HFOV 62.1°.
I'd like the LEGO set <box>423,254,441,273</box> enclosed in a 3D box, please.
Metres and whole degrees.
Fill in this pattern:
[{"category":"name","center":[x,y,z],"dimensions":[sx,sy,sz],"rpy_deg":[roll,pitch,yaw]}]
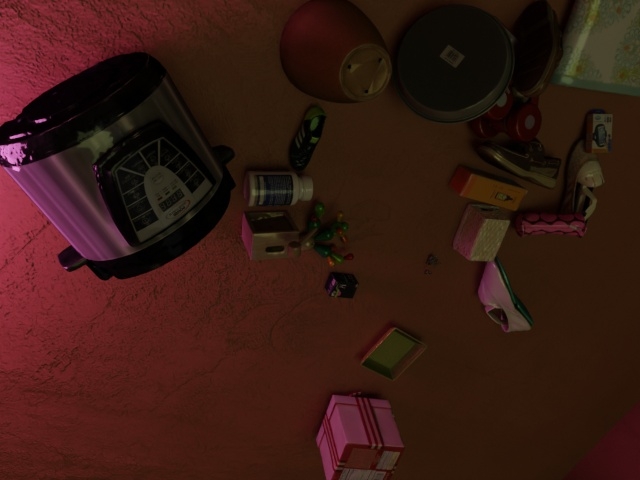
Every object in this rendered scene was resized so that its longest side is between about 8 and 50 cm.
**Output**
[{"category":"LEGO set","center":[0.363,0.075,1.747],"dimensions":[0.054,0.023,0.083],"rpy_deg":[19,125,-27]}]

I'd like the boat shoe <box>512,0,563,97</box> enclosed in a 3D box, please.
[{"category":"boat shoe","center":[0.565,-0.471,1.341],"dimensions":[0.105,0.111,0.307],"rpy_deg":[33,62,-31]}]

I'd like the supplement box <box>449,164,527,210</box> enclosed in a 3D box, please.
[{"category":"supplement box","center":[0.514,-0.160,1.624],"dimensions":[0.234,0.080,0.078],"rpy_deg":[12,115,-25]}]

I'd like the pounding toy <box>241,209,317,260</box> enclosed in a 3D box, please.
[{"category":"pounding toy","center":[-0.100,0.006,1.413],"dimensions":[0.181,0.206,0.094],"rpy_deg":[-3,121,-19]}]

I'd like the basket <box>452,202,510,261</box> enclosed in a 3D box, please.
[{"category":"basket","center":[0.512,-0.022,1.690],"dimensions":[0.114,0.103,0.167],"rpy_deg":[3,120,-21]}]

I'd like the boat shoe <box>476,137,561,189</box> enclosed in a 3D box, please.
[{"category":"boat shoe","center":[0.605,-0.252,1.584],"dimensions":[0.342,0.123,0.123],"rpy_deg":[15,105,-31]}]

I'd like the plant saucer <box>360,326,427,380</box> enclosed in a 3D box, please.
[{"category":"plant saucer","center":[0.254,0.393,1.882],"dimensions":[0.188,0.045,0.188],"rpy_deg":[33,105,-33]}]

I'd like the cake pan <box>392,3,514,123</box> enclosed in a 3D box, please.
[{"category":"cake pan","center":[0.317,-0.432,1.285],"dimensions":[0.294,0.054,0.292],"rpy_deg":[0,92,13]}]

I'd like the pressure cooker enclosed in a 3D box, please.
[{"category":"pressure cooker","center":[-0.395,-0.134,1.127],"dimensions":[0.370,0.375,0.420],"rpy_deg":[-13,128,17]}]

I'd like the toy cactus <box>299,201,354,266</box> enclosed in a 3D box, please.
[{"category":"toy cactus","center":[0.000,0.000,1.523],"dimensions":[0.181,0.112,0.218],"rpy_deg":[-20,134,4]}]

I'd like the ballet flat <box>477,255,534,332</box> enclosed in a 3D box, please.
[{"category":"ballet flat","center":[0.634,0.211,1.876],"dimensions":[0.139,0.139,0.400],"rpy_deg":[-38,126,4]}]

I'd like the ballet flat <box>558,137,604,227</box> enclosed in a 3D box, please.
[{"category":"ballet flat","center":[0.862,-0.174,1.728],"dimensions":[0.108,0.106,0.315],"rpy_deg":[-15,124,-12]}]

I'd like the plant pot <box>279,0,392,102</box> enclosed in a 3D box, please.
[{"category":"plant pot","center":[0.056,-0.405,1.194],"dimensions":[0.238,0.254,0.236],"rpy_deg":[-10,123,-16]}]

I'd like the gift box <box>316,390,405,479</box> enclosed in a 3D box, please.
[{"category":"gift box","center":[0.148,0.720,1.908],"dimensions":[0.277,0.258,0.254],"rpy_deg":[15,114,-19]}]

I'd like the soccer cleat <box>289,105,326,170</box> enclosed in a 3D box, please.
[{"category":"soccer cleat","center":[-0.033,-0.255,1.361],"dimensions":[0.060,0.072,0.178],"rpy_deg":[9,116,-25]}]

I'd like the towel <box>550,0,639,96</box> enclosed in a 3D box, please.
[{"category":"towel","center":[0.840,-0.578,1.489],"dimensions":[0.375,0.090,0.320],"rpy_deg":[0,117,-21]}]

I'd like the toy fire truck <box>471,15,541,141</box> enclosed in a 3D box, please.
[{"category":"toy fire truck","center":[0.490,-0.415,1.421],"dimensions":[0.302,0.169,0.253],"rpy_deg":[23,91,-31]}]

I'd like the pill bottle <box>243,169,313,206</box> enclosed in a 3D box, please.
[{"category":"pill bottle","center":[-0.110,-0.137,1.391],"dimensions":[0.170,0.094,0.094],"rpy_deg":[-3,121,-19]}]

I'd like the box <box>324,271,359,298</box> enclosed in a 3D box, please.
[{"category":"box","center":[0.066,0.140,1.651],"dimensions":[0.084,0.052,0.062],"rpy_deg":[9,117,-26]}]

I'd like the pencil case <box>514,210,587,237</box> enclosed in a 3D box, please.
[{"category":"pencil case","center":[0.742,-0.050,1.720],"dimensions":[0.210,0.098,0.095],"rpy_deg":[-1,118,9]}]

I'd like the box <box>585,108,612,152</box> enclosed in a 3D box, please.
[{"category":"box","center":[0.866,-0.340,1.650],"dimensions":[0.081,0.028,0.136],"rpy_deg":[-5,100,-20]}]
